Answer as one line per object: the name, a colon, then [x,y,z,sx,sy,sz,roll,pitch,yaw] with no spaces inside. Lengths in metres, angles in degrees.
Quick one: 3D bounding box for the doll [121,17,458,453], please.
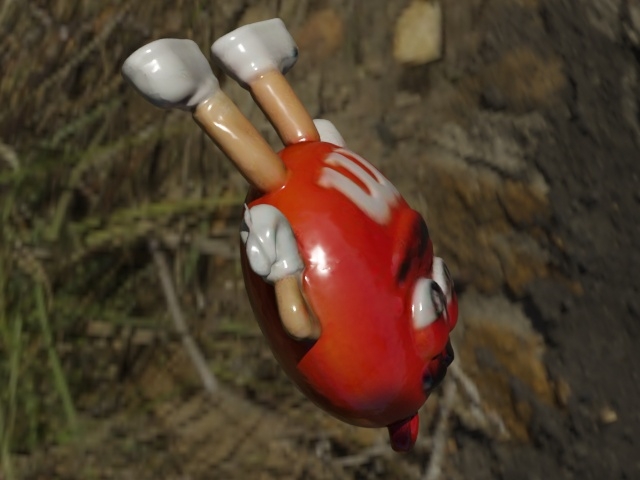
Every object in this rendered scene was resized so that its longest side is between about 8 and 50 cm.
doll: [0.000,0.000,0.895,0.085,0.183,0.217,-26,91,21]
